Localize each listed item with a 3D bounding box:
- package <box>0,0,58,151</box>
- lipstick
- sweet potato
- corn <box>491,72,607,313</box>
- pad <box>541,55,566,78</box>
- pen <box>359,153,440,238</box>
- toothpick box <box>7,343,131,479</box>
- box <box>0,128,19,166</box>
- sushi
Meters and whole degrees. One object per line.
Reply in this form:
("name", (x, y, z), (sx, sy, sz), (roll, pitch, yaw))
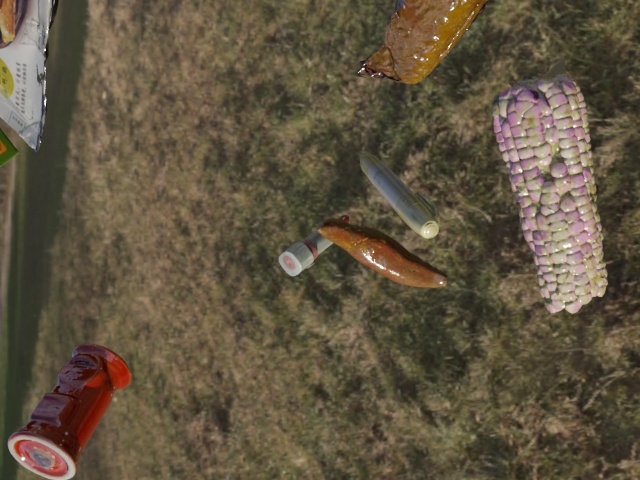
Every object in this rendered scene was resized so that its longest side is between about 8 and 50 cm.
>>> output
("package", (-0.237, -0.173, 0.498), (0.173, 0.027, 0.171), (35, 130, 21))
("lipstick", (0.001, 0.001, 1.490), (0.057, 0.186, 0.063), (53, 146, 0))
("sweet potato", (0.085, 0.017, 1.112), (0.058, 0.255, 0.078), (-57, 30, 12))
("corn", (0.328, -0.067, 1.015), (0.126, 0.126, 0.335), (-12, 92, 54))
("pad", (0.477, -0.304, 1.601), (0.190, 0.127, 0.004), (-45, 58, -2))
("pen", (0.095, -0.063, 0.893), (0.233, 0.040, 0.032), (-119, 7, -59))
("toothpick box", (-0.163, 0.110, 0.479), (0.047, 0.047, 0.083), (-51, 11, 41))
("box", (-0.489, -0.121, 0.809), (0.177, 0.148, 0.195), (-10, 122, 38))
("sushi", (0.164, -0.357, 1.085), (0.140, 0.149, 0.287), (40, 141, 5))
